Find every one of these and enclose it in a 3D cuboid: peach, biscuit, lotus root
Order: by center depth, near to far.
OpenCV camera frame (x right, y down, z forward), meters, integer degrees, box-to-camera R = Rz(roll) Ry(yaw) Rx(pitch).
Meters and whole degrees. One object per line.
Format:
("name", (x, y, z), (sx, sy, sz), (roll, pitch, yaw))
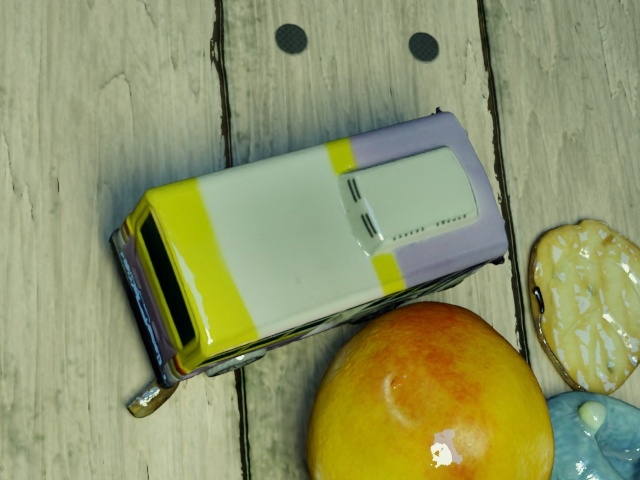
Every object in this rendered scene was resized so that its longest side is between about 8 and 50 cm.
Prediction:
("peach", (0.124, 0.213, 1.259), (0.289, 0.289, 0.307), (15, 74, -12))
("lotus root", (-0.195, 0.182, 1.295), (0.030, 0.037, 0.083), (45, 66, -4))
("biscuit", (0.379, 0.093, 1.501), (0.203, 0.041, 0.260), (10, 72, -17))

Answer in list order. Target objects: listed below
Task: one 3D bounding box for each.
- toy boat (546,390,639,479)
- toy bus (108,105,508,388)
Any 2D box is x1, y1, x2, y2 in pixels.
("toy boat", (0.417, 0.300, 1.361), (0.330, 0.123, 0.215), (34, 42, 7))
("toy bus", (0.000, 0.000, 1.289), (0.440, 0.249, 0.209), (-16, 79, -25))
